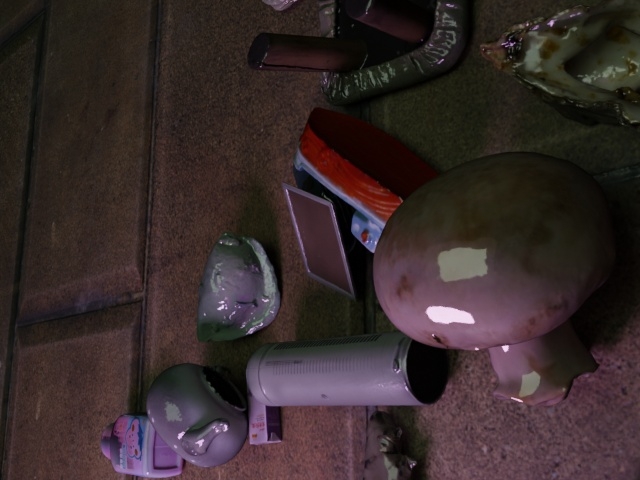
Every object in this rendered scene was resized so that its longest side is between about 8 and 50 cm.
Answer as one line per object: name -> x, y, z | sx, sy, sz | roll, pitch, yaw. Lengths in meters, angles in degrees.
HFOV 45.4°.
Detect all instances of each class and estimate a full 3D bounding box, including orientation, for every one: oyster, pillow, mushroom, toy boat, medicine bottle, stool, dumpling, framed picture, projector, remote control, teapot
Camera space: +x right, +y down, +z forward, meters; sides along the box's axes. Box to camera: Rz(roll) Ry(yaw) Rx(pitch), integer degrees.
oyster -> 0.355, -0.201, 0.927 | 0.341, 0.110, 0.166 | 11, 93, 44
pillow -> 0.099, 0.368, 1.089 | 0.093, 0.051, 0.241 | -9, 73, 50
mushroom -> 0.219, 0.049, 0.919 | 0.297, 0.297, 0.290 | -10, 110, 45
toy boat -> 0.062, -0.090, 1.188 | 0.332, 0.145, 0.133 | 45, 136, 40
medicine bottle -> -0.356, 0.403, 1.523 | 0.188, 0.094, 0.119 | -10, 74, 44
stool -> 0.053, -0.405, 1.208 | 0.310, 0.226, 0.310 | -13, 71, 42
dumpling -> -0.158, 0.097, 1.386 | 0.149, 0.104, 0.217 | 27, 99, 46
framed picture -> 0.000, 0.000, 1.231 | 0.142, 0.011, 0.183 | 25, 137, 51
projector -> 0.031, 0.197, 1.163 | 0.337, 0.108, 0.108 | -12, 71, 44
remote control -> 0.004, -0.063, 1.303 | 0.072, 0.042, 0.222 | -46, 51, 34
teapot -> -0.206, 0.295, 1.330 | 0.129, 0.193, 0.294 | -45, 14, 4

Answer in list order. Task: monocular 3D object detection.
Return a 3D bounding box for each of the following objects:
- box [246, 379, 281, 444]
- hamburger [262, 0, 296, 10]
box -> -0.098, 0.292, 1.324 | 0.050, 0.036, 0.117 | -23, 64, 42
hamburger -> -0.064, -0.495, 1.478 | 0.121, 0.054, 0.084 | -39, 53, 24
